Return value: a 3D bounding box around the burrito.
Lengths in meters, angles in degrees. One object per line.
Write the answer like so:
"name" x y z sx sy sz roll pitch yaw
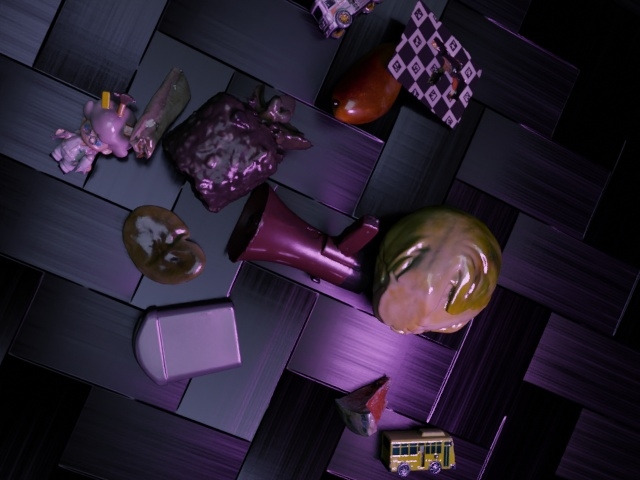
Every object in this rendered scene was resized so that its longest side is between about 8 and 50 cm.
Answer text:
"burrito" -0.354 -0.272 1.504 0.060 0.087 0.226 11 58 22

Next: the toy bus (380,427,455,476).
"toy bus" 0.244 0.523 1.712 0.175 0.088 0.101 0 92 -11

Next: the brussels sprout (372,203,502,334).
"brussels sprout" 0.272 0.077 1.576 0.344 0.268 0.343 -8 100 -51

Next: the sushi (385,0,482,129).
"sushi" 0.269 -0.414 1.652 0.280 0.043 0.192 30 81 -37

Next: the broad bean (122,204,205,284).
"broad bean" -0.358 0.017 1.565 0.207 0.072 0.153 38 83 0

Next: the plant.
"plant" -0.174 -0.220 1.508 0.312 0.213 0.215 -34 98 -7

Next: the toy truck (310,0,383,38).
"toy truck" 0.078 -0.580 1.600 0.227 0.098 0.114 -41 97 -9

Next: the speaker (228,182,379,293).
"speaker" -0.011 -0.016 1.559 0.330 0.198 0.259 19 120 -17

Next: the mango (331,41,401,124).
"mango" 0.123 -0.363 1.611 0.133 0.111 0.267 45 68 -9

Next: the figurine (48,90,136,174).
"figurine" -0.483 -0.230 1.497 0.229 0.112 0.137 -35 95 5

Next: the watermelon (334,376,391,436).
"watermelon" 0.108 0.414 1.700 0.158 0.121 0.097 -51 126 -49

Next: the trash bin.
"trash bin" -0.308 0.228 1.568 0.236 0.101 0.176 -9 94 -14
